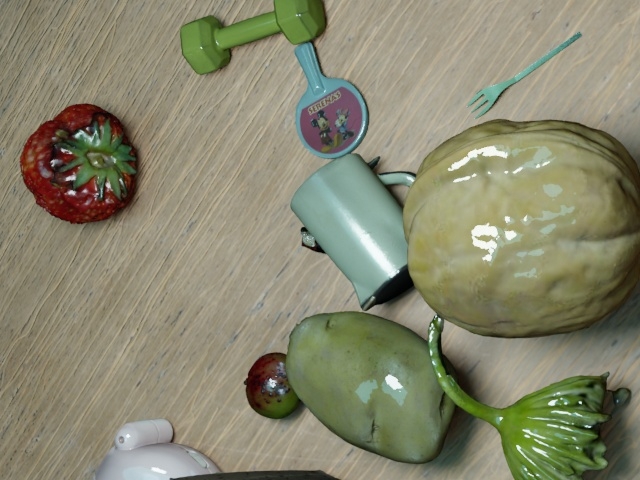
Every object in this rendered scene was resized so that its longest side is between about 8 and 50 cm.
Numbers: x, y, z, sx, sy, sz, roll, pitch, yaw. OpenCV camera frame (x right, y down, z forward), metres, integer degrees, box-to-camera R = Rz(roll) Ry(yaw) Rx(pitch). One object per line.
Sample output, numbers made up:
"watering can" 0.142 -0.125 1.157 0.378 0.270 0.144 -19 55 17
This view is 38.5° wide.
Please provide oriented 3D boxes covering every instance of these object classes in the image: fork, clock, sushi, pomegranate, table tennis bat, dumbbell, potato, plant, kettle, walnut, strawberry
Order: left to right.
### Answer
"strawberry" -0.526 -0.154 1.967 0.288 0.250 0.238 -11 116 47
"clock" -0.309 0.561 1.824 0.326 0.184 0.342 34 106 20
"dumbbell" -0.140 -0.425 1.847 0.302 0.121 0.108 -12 108 25
"pomegranate" -0.068 0.275 1.743 0.159 0.129 0.129 -10 82 25
"sushi" 0.000 0.000 1.787 0.083 0.044 0.046 10 112 29
"table tennis bat" 0.006 -0.278 1.804 0.153 0.040 0.244 -25 80 22
"potato" 0.093 0.250 1.601 0.326 0.243 0.221 18 67 34
"kettle" 0.105 -0.031 1.673 0.240 0.165 0.255 -35 70 -10
"plant" 0.311 0.288 1.501 0.333 0.180 0.251 20 88 16
"fork" 0.360 -0.300 1.632 0.235 0.021 0.039 -36 74 20
"walnut" 0.308 -0.024 1.390 0.381 0.381 0.381 -2 85 27

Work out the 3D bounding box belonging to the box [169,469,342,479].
"box" -0.109 0.533 1.624 0.190 0.297 0.225 165 106 -70
